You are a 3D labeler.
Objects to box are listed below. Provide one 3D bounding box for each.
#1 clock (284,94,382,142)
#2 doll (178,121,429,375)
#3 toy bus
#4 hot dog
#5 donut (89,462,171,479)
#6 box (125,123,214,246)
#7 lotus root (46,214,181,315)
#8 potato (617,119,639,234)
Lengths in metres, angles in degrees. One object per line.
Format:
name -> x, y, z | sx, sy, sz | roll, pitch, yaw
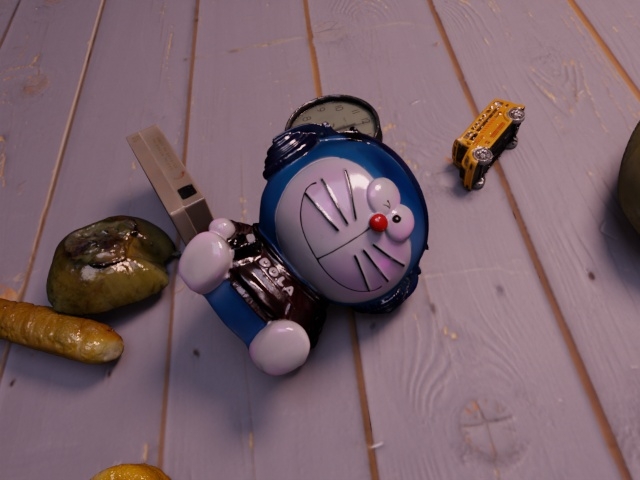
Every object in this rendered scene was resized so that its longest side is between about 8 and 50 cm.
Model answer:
clock -> 0.022, -0.197, 0.844 | 0.184, 0.040, 0.184 | -4, 58, 7
doll -> 0.000, 0.000, 0.619 | 0.310, 0.240, 0.284 | -41, 101, -1
toy bus -> 0.274, -0.163, 0.765 | 0.074, 0.069, 0.162 | 33, 67, 26
hot dog -> -0.427, 0.130, 0.686 | 0.286, 0.088, 0.061 | 8, 97, 10
donut -> -0.237, 0.343, 0.542 | 0.152, 0.058, 0.152 | -5, 55, 7
box -> -0.236, -0.077, 0.753 | 0.058, 0.141, 0.201 | -29, 59, -15
lotus root -> -0.330, 0.020, 0.716 | 0.203, 0.078, 0.183 | -24, 50, -26
potato -> 0.546, -0.125, 0.598 | 0.221, 0.243, 0.326 | 37, 74, 1
